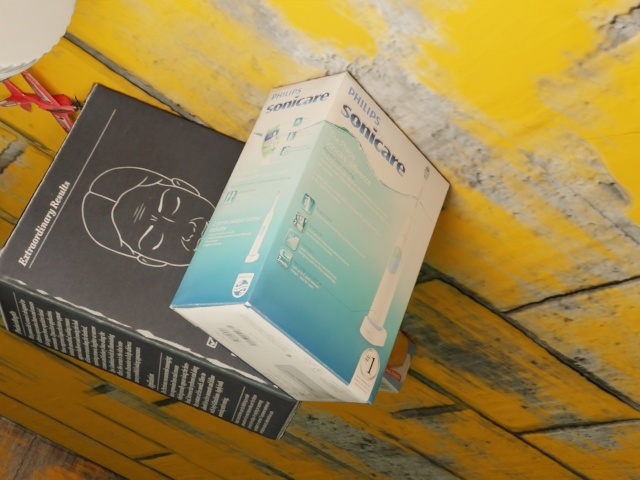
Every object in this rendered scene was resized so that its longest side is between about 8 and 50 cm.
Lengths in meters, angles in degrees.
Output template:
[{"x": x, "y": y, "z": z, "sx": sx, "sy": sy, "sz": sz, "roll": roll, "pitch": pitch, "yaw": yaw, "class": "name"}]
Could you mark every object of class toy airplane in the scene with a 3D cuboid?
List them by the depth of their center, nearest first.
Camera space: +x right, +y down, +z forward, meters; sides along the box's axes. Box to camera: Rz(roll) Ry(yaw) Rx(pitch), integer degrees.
[{"x": -0.371, "y": -0.182, "z": 1.403, "sx": 0.151, "sy": 0.028, "sz": 0.151, "roll": 18, "pitch": 153, "yaw": 10, "class": "toy airplane"}]

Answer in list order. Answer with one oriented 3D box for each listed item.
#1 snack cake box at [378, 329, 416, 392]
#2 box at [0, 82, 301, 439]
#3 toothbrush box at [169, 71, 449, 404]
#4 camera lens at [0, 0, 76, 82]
[{"x": 0.012, "y": 0.134, "z": 1.642, "sx": 0.152, "sy": 0.089, "sz": 0.264, "roll": 1, "pitch": 147, "yaw": 41, "class": "snack cake box"}, {"x": -0.170, "y": 0.032, "z": 1.353, "sx": 0.395, "sy": 0.293, "sz": 0.212, "roll": 23, "pitch": 154, "yaw": 0, "class": "box"}, {"x": 0.000, "y": 0.000, "z": 1.156, "sx": 0.126, "sy": 0.295, "sz": 0.216, "roll": -4, "pitch": 145, "yaw": 44, "class": "toothbrush box"}, {"x": -0.409, "y": -0.253, "z": 1.076, "sx": 0.274, "sy": 0.219, "sz": 0.219, "roll": -3, "pitch": 145, "yaw": 42, "class": "camera lens"}]
